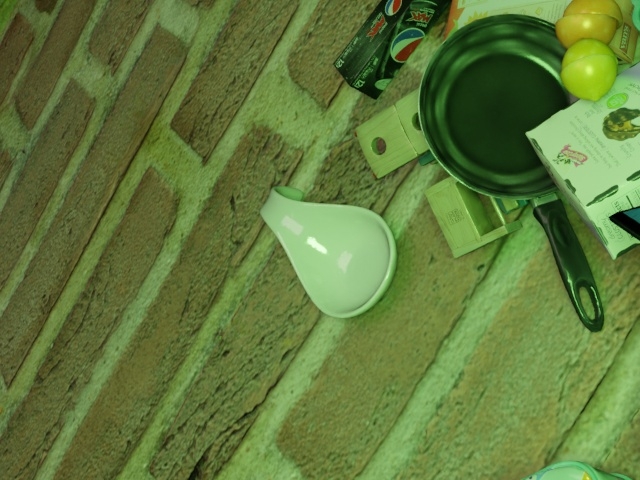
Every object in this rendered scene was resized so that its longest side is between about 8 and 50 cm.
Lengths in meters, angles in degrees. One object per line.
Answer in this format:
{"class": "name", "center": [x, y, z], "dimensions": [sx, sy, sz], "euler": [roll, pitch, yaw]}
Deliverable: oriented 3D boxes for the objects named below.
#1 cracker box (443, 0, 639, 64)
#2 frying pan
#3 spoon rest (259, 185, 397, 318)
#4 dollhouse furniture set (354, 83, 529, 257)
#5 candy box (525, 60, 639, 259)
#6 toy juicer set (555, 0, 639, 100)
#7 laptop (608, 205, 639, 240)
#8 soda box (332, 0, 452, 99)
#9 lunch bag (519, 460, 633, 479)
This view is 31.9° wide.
{"class": "cracker box", "center": [0.252, -0.271, 1.265], "dimensions": [0.232, 0.067, 0.155], "euler": [3, 76, 50]}
{"class": "frying pan", "center": [0.240, -0.088, 1.159], "dimensions": [0.197, 0.053, 0.326], "euler": [-40, 85, -6]}
{"class": "spoon rest", "center": [0.000, 0.000, 1.411], "dimensions": [0.276, 0.084, 0.137], "euler": [38, 102, 51]}
{"class": "dollhouse furniture set", "center": [0.153, -0.078, 1.273], "dimensions": [0.129, 0.129, 0.183], "euler": [-29, 82, 38]}
{"class": "candy box", "center": [0.311, -0.094, 1.034], "dimensions": [0.196, 0.070, 0.165], "euler": [-32, 30, 9]}
{"class": "toy juicer set", "center": [0.316, -0.195, 1.004], "dimensions": [0.209, 0.089, 0.329], "euler": [-29, 30, 4]}
{"class": "laptop", "center": [0.351, -0.081, 0.761], "dimensions": [0.234, 0.136, 0.264], "euler": [-116, 49, -72]}
{"class": "soda box", "center": [0.093, -0.270, 1.455], "dimensions": [0.169, 0.053, 0.060], "euler": [-52, 42, 19]}
{"class": "lunch bag", "center": [0.187, 0.345, 1.018], "dimensions": [0.279, 0.108, 0.224], "euler": [-36, 51, 33]}
